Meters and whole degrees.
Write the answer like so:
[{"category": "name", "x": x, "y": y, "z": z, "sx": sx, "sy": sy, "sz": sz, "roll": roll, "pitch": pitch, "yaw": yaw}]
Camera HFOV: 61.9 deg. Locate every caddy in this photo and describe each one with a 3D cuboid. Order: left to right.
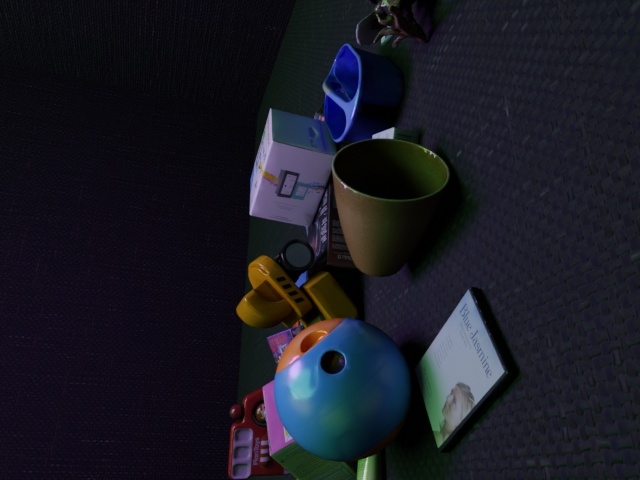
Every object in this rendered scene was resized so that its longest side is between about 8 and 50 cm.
[{"category": "caddy", "x": 0.093, "y": -0.409, "z": 1.504, "sx": 0.341, "sy": 0.179, "sz": 0.241, "roll": -106, "pitch": 30, "yaw": -56}]

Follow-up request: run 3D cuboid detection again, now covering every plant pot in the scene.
[{"category": "plant pot", "x": 0.139, "y": -0.052, "z": 1.152, "sx": 0.237, "sy": 0.237, "sz": 0.254, "roll": -101, "pitch": 10, "yaw": -49}]

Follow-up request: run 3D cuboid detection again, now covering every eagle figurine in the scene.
[{"category": "eagle figurine", "x": 0.194, "y": -0.623, "z": 1.269, "sx": 0.226, "sy": 0.225, "sz": 0.298, "roll": 126, "pitch": 139, "yaw": -78}]

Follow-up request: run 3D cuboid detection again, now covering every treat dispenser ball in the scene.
[{"category": "treat dispenser ball", "x": 0.047, "y": 0.306, "z": 1.111, "sx": 0.288, "sy": 0.288, "sz": 0.288, "roll": -172, "pitch": 90, "yaw": -74}]

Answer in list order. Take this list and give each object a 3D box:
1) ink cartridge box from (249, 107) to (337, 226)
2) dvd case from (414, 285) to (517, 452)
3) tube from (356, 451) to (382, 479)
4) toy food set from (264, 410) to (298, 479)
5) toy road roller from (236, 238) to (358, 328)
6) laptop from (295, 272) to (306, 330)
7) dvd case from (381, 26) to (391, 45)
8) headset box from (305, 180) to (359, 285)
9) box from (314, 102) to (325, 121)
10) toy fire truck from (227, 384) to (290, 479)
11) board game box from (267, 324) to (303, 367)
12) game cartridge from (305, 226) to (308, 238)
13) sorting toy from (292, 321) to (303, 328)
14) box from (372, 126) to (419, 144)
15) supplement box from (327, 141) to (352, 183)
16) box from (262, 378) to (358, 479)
[{"category": "ink cartridge box", "x": -0.089, "y": -0.219, "z": 1.613, "sx": 0.198, "sy": 0.197, "sz": 0.270, "roll": -98, "pitch": 24, "yaw": -49}, {"category": "dvd case", "x": 0.244, "y": 0.231, "z": 0.945, "sx": 0.180, "sy": 0.022, "sz": 0.253, "roll": -100, "pitch": 24, "yaw": -47}, {"category": "tube", "x": 0.113, "y": 0.516, "z": 1.211, "sx": 0.070, "sy": 0.062, "sz": 0.240, "roll": -14, "pitch": 53, "yaw": 25}, {"category": "toy food set", "x": -0.079, "y": 0.650, "z": 1.503, "sx": 0.306, "sy": 0.092, "sz": 0.219, "roll": 47, "pitch": 155, "yaw": 54}, {"category": "toy road roller", "x": -0.081, "y": 0.183, "z": 1.487, "sx": 0.329, "sy": 0.240, "sz": 0.202, "roll": 49, "pitch": 153, "yaw": 5}, {"category": "laptop", "x": -0.061, "y": 0.221, "z": 1.746, "sx": 0.234, "sy": 0.136, "sz": 0.264, "roll": 141, "pitch": 135, "yaw": -56}, {"category": "dvd case", "x": 0.201, "y": -0.640, "z": 1.545, "sx": 0.087, "sy": 0.013, "sz": 0.119, "roll": 153, "pitch": 125, "yaw": -71}, {"category": "headset box", "x": 0.038, "y": 0.002, "z": 1.612, "sx": 0.218, "sy": 0.110, "sz": 0.293, "roll": 131, "pitch": 144, "yaw": -62}, {"category": "box", "x": -0.013, "y": -0.384, "z": 2.001, "sx": 0.159, "sy": 0.044, "sz": 0.233, "roll": -66, "pitch": -5, "yaw": -61}, {"category": "toy fire truck", "x": -0.174, "y": 0.627, "z": 1.760, "sx": 0.169, "sy": 0.254, "sz": 0.302, "roll": 159, "pitch": 114, "yaw": -72}, {"category": "board game box", "x": -0.096, "y": 0.412, "z": 1.844, "sx": 0.347, "sy": 0.056, "sz": 0.208, "roll": 139, "pitch": 115, "yaw": -67}, {"category": "game cartridge", "x": 0.008, "y": -0.190, "z": 1.915, "sx": 0.230, "sy": 0.068, "sz": 0.355, "roll": -96, "pitch": 21, "yaw": -52}, {"category": "sorting toy", "x": -0.070, "y": 0.223, "z": 2.002, "sx": 0.229, "sy": 0.041, "sz": 0.307, "roll": 117, "pitch": 155, "yaw": -48}, {"category": "box", "x": 0.175, "y": -0.200, "z": 1.307, "sx": 0.137, "sy": 0.072, "sz": 0.126, "roll": -169, "pitch": 86, "yaw": -73}, {"category": "supplement box", "x": 0.065, "y": -0.226, "z": 1.644, "sx": 0.188, "sy": 0.104, "sz": 0.081, "roll": 133, "pitch": 142, "yaw": -64}, {"category": "box", "x": -0.022, "y": 0.479, "z": 1.329, "sx": 0.117, "sy": 0.243, "sz": 0.213, "roll": -32, "pitch": 31, "yaw": 8}]
